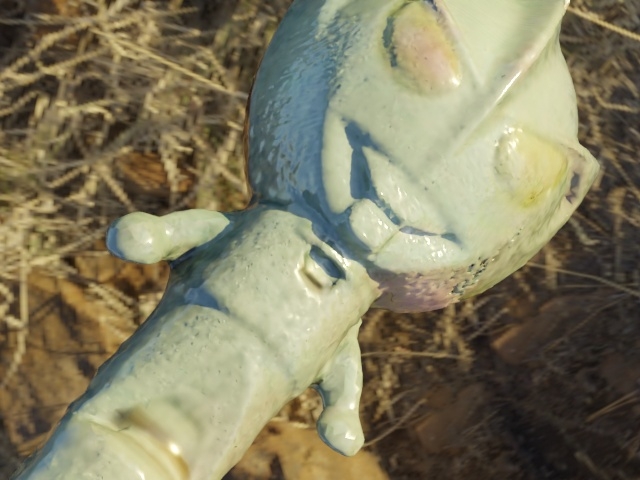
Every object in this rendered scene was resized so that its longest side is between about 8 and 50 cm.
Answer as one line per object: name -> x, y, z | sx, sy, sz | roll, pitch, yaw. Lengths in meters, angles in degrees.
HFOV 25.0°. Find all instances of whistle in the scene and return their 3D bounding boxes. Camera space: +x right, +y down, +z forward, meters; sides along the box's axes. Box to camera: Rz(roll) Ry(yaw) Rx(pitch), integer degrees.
whistle -> 0.000, 0.001, 0.585 | 0.346, 0.142, 0.134 | -48, 34, -20
